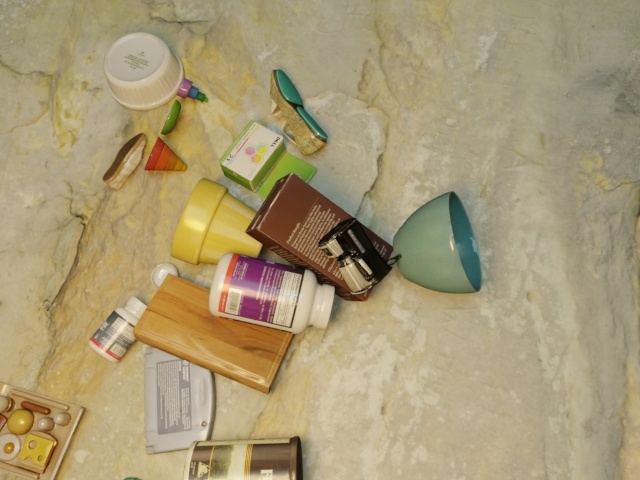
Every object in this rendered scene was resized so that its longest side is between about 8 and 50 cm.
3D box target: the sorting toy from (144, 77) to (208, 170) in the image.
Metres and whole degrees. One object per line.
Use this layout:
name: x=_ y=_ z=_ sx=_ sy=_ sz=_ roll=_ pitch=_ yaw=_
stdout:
sorting toy: x=-0.469 y=-0.373 z=1.875 sx=0.126 sy=0.127 sz=0.365 roll=24 pitch=67 yaw=-19

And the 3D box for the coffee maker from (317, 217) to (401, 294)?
coffee maker: x=0.101 y=0.030 z=1.497 sx=0.178 sy=0.120 sz=0.171 roll=56 pitch=45 yaw=-10

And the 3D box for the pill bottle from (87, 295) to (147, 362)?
pill bottle: x=-0.577 y=0.256 z=1.619 sx=0.108 sy=0.108 sz=0.180 roll=33 pitch=74 yaw=14

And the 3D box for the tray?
tray: x=-0.296 y=0.260 z=1.580 sx=0.411 sy=0.076 sz=0.203 roll=21 pitch=58 yaw=6

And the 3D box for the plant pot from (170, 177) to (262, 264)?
plant pot: x=-0.284 y=-0.027 z=1.652 sx=0.239 sy=0.254 sz=0.254 roll=22 pitch=71 yaw=-6

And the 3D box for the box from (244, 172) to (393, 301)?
box: x=0.000 y=0.000 z=1.580 sx=0.381 sy=0.143 sz=0.191 roll=36 pitch=72 yaw=-18

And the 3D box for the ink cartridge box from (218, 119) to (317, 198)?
ink cartridge box: x=-0.165 y=-0.243 z=1.791 sx=0.255 sy=0.097 sz=0.189 roll=30 pitch=74 yaw=15

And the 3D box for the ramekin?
ramekin: x=-0.626 y=-0.602 z=1.940 sx=0.273 sy=0.127 sz=0.272 roll=-1 pitch=69 yaw=3

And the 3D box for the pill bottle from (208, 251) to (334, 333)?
pill bottle: x=-0.131 y=0.150 z=1.524 sx=0.323 sy=0.181 sz=0.181 roll=13 pitch=70 yaw=-2

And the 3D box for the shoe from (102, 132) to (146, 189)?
shoe: x=-0.645 y=-0.267 z=1.856 sx=0.077 sy=0.058 sz=0.219 roll=9 pitch=62 yaw=40

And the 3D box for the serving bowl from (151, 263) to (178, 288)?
serving bowl: x=-0.478 y=0.114 z=1.710 sx=0.083 sy=0.027 sz=0.083 roll=-1 pitch=69 yaw=3

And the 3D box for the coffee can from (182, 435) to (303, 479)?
coffee can: x=-0.188 y=0.609 z=1.410 sx=0.275 sy=0.201 sz=0.201 roll=-3 pitch=69 yaw=2

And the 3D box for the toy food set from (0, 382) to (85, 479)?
toy food set: x=-0.835 y=0.533 z=1.536 sx=0.306 sy=0.092 sz=0.219 roll=14 pitch=70 yaw=9

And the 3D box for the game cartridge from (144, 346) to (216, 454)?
game cartridge: x=-0.396 y=0.439 z=1.569 sx=0.196 sy=0.060 sz=0.294 roll=-8 pitch=69 yaw=4

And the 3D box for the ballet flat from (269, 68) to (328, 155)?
ballet flat: x=-0.101 y=-0.425 z=1.858 sx=0.123 sy=0.123 sz=0.348 roll=-28 pitch=68 yaw=-7

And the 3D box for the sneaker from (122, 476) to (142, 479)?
sneaker: x=-0.463 y=0.697 z=1.478 sx=0.166 sy=0.065 sz=0.076 roll=20 pitch=88 yaw=14

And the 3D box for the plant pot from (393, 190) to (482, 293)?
plant pot: x=0.322 y=0.024 z=1.587 sx=0.195 sy=0.290 sz=0.290 roll=-15 pitch=67 yaw=25
